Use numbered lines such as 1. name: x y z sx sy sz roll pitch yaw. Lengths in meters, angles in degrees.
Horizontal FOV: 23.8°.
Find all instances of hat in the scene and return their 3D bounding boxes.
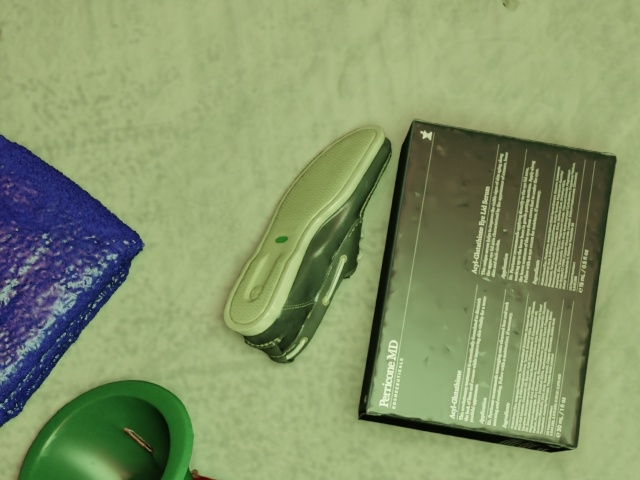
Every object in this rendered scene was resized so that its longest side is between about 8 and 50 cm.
1. hat: -0.135 0.242 1.329 0.208 0.183 0.173 18 67 43

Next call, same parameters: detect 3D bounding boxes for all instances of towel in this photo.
1. towel: -0.339 -0.004 1.338 0.308 0.076 0.227 36 81 4

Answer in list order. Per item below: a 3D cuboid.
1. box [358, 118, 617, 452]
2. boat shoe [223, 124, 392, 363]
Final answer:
1. box: 0.144 0.042 1.339 0.184 0.103 0.261 11 80 -4
2. boat shoe: 0.000 0.000 1.365 0.079 0.084 0.233 42 69 -33
